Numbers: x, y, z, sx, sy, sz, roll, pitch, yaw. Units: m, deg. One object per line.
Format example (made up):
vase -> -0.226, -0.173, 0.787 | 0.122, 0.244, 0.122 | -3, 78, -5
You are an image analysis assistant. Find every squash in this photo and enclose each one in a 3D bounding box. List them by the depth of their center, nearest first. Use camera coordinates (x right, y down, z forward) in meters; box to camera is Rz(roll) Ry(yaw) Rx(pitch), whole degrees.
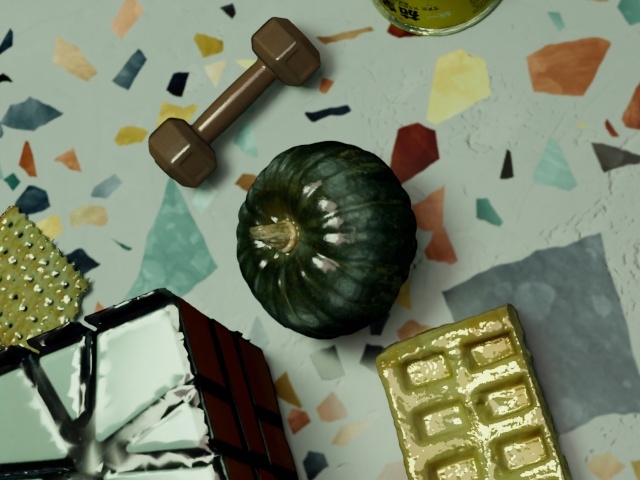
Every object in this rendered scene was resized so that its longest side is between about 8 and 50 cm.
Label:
squash -> 0.004, 0.000, 1.562 | 0.218, 0.172, 0.218 | -1, 88, 19

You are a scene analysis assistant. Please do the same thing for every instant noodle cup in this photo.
instant noodle cup -> 0.121, -0.345, 1.640 | 0.182, 0.144, 0.182 | -5, 73, 16

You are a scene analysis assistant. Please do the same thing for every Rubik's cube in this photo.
Rubik's cube -> -0.191, 0.249, 1.494 | 0.288, 0.283, 0.293 | -20, 66, 12

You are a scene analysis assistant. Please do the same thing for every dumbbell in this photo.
dumbbell -> -0.103, -0.162, 1.691 | 0.231, 0.092, 0.082 | -44, 38, 1

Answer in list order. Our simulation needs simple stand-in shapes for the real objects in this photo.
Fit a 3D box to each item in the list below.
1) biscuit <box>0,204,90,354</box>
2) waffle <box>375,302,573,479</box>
biscuit -> -0.359, 0.062, 1.743 | 0.203, 0.016, 0.144 | 42, 90, 24
waffle -> 0.165, 0.212, 1.513 | 0.168, 0.057, 0.274 | -19, 70, 12
